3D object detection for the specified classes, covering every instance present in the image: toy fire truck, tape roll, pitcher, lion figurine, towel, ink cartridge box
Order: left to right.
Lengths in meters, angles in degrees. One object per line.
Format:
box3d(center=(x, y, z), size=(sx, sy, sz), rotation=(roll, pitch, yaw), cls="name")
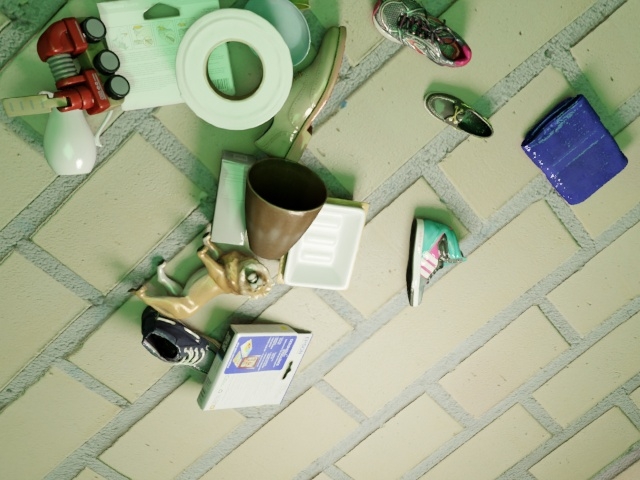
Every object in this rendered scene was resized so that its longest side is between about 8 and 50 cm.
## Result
box3d(center=(-0.618, -0.391, 1.362), size=(0.246, 0.158, 0.217), rotation=(-31, 106, -42), cls="toy fire truck")
box3d(center=(-0.621, -0.278, 1.488), size=(0.177, 0.125, 0.207), rotation=(-5, 103, -17), cls="pitcher")
box3d(center=(-0.383, -0.483, 1.467), size=(0.296, 0.066, 0.261), rotation=(-9, 114, -7), cls="ink cartridge box")
box3d(center=(-0.351, 0.137, 1.719), size=(0.392, 0.142, 0.240), rotation=(-28, 118, 12), cls="lion figurine")
box3d(center=(-0.212, -0.420, 1.424), size=(0.285, 0.100, 0.287), rotation=(-2, 111, -6), cls="tape roll")
box3d(center=(-0.209, 0.408, 1.870), size=(0.307, 0.072, 0.304), rotation=(8, 114, -44), cls="ink cartridge box")
box3d(center=(0.783, -0.276, 1.787), size=(0.227, 0.076, 0.308), rotation=(-42, 115, 16), cls="towel")

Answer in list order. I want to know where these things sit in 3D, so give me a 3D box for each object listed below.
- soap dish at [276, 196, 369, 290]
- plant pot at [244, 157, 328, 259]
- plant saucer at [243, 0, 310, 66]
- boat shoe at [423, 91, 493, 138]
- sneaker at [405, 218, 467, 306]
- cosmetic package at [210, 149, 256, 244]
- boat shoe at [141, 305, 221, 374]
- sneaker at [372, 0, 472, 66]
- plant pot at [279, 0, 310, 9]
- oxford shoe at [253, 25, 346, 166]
box3d(center=(0.000, 0.000, 1.725), size=(0.228, 0.118, 0.291), rotation=(7, 112, -14), cls="soap dish")
box3d(center=(-0.117, -0.064, 1.547), size=(0.215, 0.215, 0.231), rotation=(10, 131, -15), cls="plant pot")
box3d(center=(-0.109, -0.539, 1.476), size=(0.194, 0.037, 0.195), rotation=(16, 137, 16), cls="plant saucer")
box3d(center=(0.404, -0.362, 1.671), size=(0.227, 0.069, 0.081), rotation=(22, 108, -19), cls="boat shoe")
box3d(center=(0.370, 0.075, 1.833), size=(0.178, 0.124, 0.296), rotation=(2, 112, -1), cls="sneaker")
box3d(center=(-0.246, -0.120, 1.621), size=(0.107, 0.127, 0.238), rotation=(10, 109, -13), cls="cosmetic package")
box3d(center=(-0.414, 0.346, 1.773), size=(0.340, 0.158, 0.127), rotation=(41, 101, -23), cls="boat shoe")
box3d(center=(0.277, -0.560, 1.537), size=(0.299, 0.112, 0.121), rotation=(21, 108, -18), cls="sneaker")
box3d(center=(-0.066, -0.634, 1.463), size=(0.083, 0.083, 0.079), rotation=(0, 100, -11), cls="plant pot")
box3d(center=(-0.052, -0.394, 1.535), size=(0.146, 0.140, 0.397), rotation=(23, 104, -9), cls="oxford shoe")
